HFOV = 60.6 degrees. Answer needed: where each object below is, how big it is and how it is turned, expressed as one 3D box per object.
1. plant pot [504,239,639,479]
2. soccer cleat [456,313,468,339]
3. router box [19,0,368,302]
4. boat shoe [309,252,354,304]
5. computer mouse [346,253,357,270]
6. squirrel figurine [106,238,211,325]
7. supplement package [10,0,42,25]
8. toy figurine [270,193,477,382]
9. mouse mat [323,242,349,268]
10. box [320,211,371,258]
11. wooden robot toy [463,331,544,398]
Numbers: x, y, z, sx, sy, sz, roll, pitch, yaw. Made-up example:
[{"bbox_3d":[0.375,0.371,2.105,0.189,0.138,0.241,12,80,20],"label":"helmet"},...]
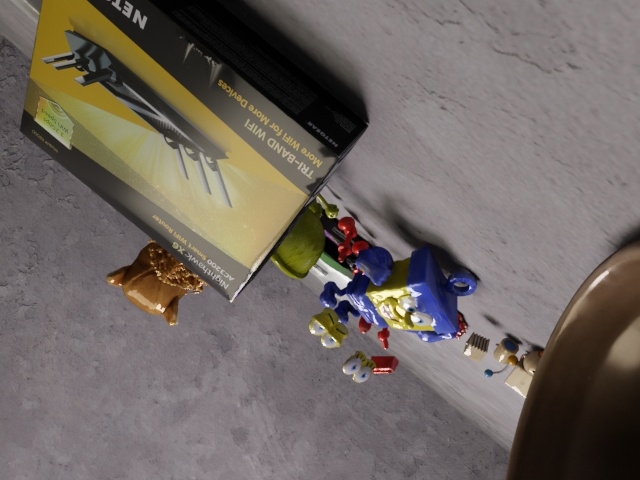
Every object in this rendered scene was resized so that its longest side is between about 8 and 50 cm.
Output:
[{"bbox_3d":[0.256,0.156,0.313,0.229,0.263,0.263,19,168,8],"label":"plant pot"},{"bbox_3d":[0.229,0.141,0.933,0.035,0.029,0.083,43,172,36],"label":"soccer cleat"},{"bbox_3d":[-0.144,-0.114,0.557,0.308,0.081,0.243,39,131,0],"label":"router box"},{"bbox_3d":[0.027,0.051,1.157,0.219,0.070,0.077,41,136,-14],"label":"boat shoe"},{"bbox_3d":[0.088,0.087,0.995,0.071,0.041,0.242,34,171,33],"label":"computer mouse"},{"bbox_3d":[-0.299,-0.005,1.207,0.281,0.371,0.397,40,171,-9],"label":"squirrel figurine"},{"bbox_3d":[-0.335,-0.333,0.580,0.179,0.105,0.105,44,169,-25],"label":"supplement package"},{"bbox_3d":[0.098,0.034,0.737,0.217,0.191,0.363,-9,130,34],"label":"toy figurine"},{"bbox_3d":[0.000,0.000,1.058,0.152,0.007,0.189,38,-174,5],"label":"mouse mat"},{"bbox_3d":[0.056,0.014,0.980,0.162,0.029,0.116,36,172,10],"label":"box"},{"bbox_3d":[0.296,0.174,0.779,0.173,0.076,0.079,35,135,21],"label":"wooden robot toy"}]
